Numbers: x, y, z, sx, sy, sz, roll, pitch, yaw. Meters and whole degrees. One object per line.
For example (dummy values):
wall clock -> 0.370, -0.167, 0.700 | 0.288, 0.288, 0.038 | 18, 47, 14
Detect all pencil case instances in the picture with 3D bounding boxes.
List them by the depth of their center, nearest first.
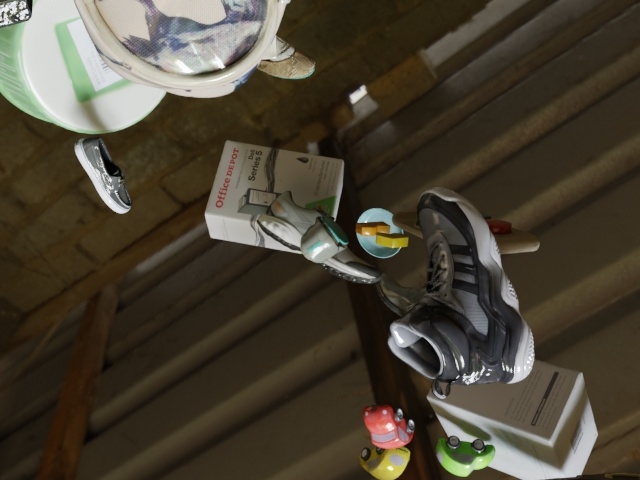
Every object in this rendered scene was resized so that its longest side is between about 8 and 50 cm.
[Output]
pencil case -> -0.121, -0.221, 0.731 | 0.183, 0.160, 0.410 | -12, -169, -6

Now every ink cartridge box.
ink cartridge box -> -0.099, -0.092, 1.674 | 0.272, 0.115, 0.199 | 10, -116, 4

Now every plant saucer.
plant saucer -> 0.140, -0.020, 1.743 | 0.119, 0.119, 0.021 | -19, -173, 34

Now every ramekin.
ramekin -> -0.383, -0.322, 1.239 | 0.303, 0.303, 0.148 | -49, -136, -10

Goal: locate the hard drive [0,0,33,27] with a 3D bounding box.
hard drive -> -0.301, -0.214, 0.663 | 0.094, 0.022, 0.135 | -17, -141, -8

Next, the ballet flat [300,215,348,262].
ballet flat -> 0.000, 0.000, 1.253 | 0.068, 0.072, 0.213 | -39, 178, 6

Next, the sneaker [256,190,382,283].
sneaker -> 0.008, -0.003, 1.501 | 0.108, 0.271, 0.100 | -57, 174, -7

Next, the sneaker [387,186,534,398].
sneaker -> 0.146, 0.060, 0.932 | 0.269, 0.153, 0.101 | 69, -24, 19

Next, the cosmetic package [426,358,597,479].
cosmetic package -> 0.334, 0.305, 1.310 | 0.224, 0.224, 0.138 | 14, -122, 38

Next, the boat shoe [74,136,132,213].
boat shoe -> -0.330, -0.101, 1.183 | 0.040, 0.142, 0.049 | -15, -141, 15

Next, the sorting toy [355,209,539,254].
sorting toy -> 0.239, -0.024, 1.476 | 0.307, 0.041, 0.229 | -4, -160, -24

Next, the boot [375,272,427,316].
boot -> 0.236, 0.118, 1.736 | 0.161, 0.083, 0.246 | -51, -139, 15

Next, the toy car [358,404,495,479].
toy car -> 0.174, 0.351, 1.245 | 0.224, 0.239, 0.053 | 6, -127, 4

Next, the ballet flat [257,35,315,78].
ballet flat -> -0.101, -0.361, 1.452 | 0.206, 0.067, 0.073 | 19, -120, 34

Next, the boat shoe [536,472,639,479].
boat shoe -> 0.451, 0.408, 1.150 | 0.324, 0.117, 0.097 | -2, -169, 14
